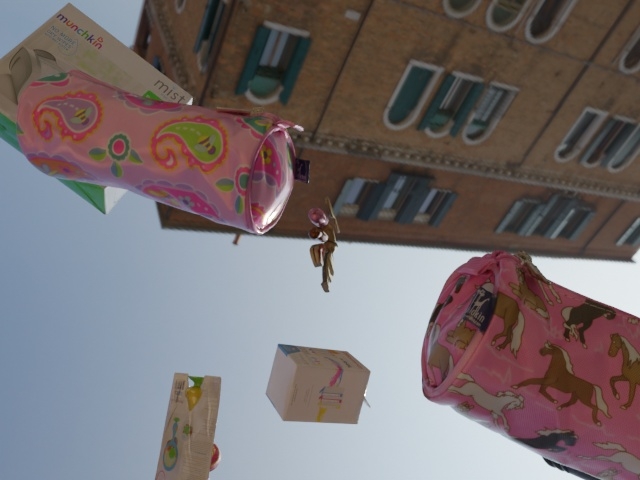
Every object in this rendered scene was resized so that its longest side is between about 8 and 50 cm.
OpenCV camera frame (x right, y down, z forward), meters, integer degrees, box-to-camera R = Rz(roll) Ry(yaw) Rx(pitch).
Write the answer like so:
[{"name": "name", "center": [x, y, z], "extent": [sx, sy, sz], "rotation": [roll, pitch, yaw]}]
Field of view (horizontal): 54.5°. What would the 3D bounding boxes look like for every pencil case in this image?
[{"name": "pencil case", "center": [-0.161, -0.094, 0.633], "extent": [0.284, 0.124, 0.124], "rotation": [14, -150, 16]}, {"name": "pencil case", "center": [0.299, 0.150, 0.627], "extent": [0.386, 0.167, 0.160], "rotation": [24, -134, -2]}]

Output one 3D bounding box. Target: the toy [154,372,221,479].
[{"name": "toy", "center": [-0.195, 0.331, 0.973], "extent": [0.056, 0.137, 0.237], "rotation": [15, -106, -42]}]

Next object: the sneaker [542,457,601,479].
[{"name": "sneaker", "center": [0.422, 0.263, 1.045], "extent": [0.105, 0.147, 0.295], "rotation": [-3, -93, -42]}]

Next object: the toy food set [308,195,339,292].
[{"name": "toy food set", "center": [0.000, 0.000, 0.774], "extent": [0.019, 0.077, 0.122], "rotation": [-10, -148, 17]}]

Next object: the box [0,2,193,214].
[{"name": "box", "center": [-0.391, -0.219, 1.047], "extent": [0.262, 0.127, 0.231], "rotation": [38, -115, -3]}]

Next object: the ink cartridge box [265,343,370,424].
[{"name": "ink cartridge box", "center": [0.003, 0.222, 0.962], "extent": [0.143, 0.089, 0.092], "rotation": [10, -172, -24]}]
